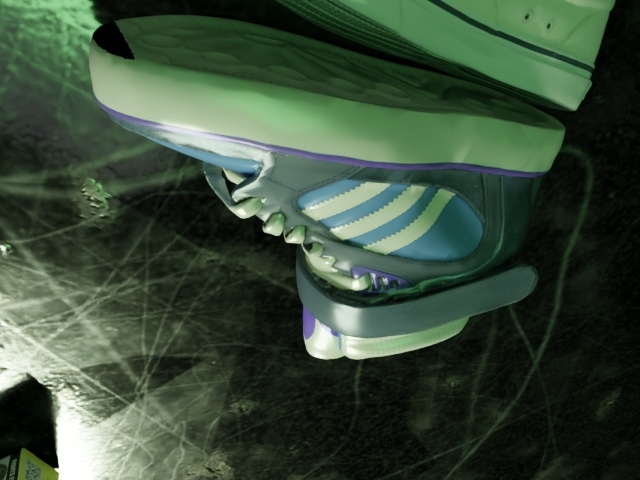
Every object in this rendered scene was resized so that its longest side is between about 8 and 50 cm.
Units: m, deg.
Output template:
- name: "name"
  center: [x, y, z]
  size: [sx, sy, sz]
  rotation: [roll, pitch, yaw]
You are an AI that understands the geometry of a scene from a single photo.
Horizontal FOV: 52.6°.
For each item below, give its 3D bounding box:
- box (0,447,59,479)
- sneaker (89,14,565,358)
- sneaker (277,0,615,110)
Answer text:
- name: "box"
  center: [-0.346, 0.276, 0.566]
  size: [0.232, 0.087, 0.058]
  rotation: [-26, 130, 3]
- name: "sneaker"
  center: [0.000, 0.000, 0.438]
  size: [0.323, 0.130, 0.236]
  rotation: [3, 122, -29]
- name: "sneaker"
  center: [0.067, -0.154, 0.381]
  size: [0.258, 0.094, 0.091]
  rotation: [11, 102, -31]
